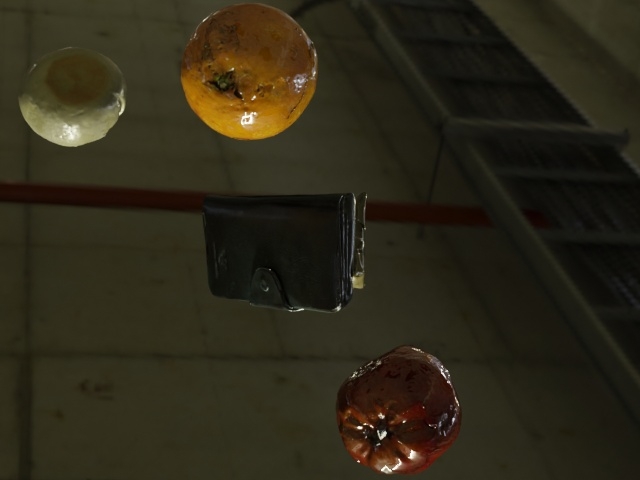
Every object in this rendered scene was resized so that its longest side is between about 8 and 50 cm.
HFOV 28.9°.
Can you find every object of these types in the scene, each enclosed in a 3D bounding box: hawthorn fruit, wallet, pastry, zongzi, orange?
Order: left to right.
[{"bbox_3d":[-0.363,-0.215,1.824,0.156,0.092,0.156,7,-123,-12],"label":"pastry"},{"bbox_3d":[-0.124,-0.301,2.211,0.246,0.246,0.246,8,-152,-4],"label":"orange"},{"bbox_3d":[-0.068,0.015,1.821,0.045,0.172,0.318,-3,-176,-42],"label":"wallet"},{"bbox_3d":[0.000,0.000,2.135,0.160,0.078,0.176,-3,-114,8],"label":"zongzi"},{"bbox_3d":[0.104,0.227,1.652,0.173,0.173,0.179,7,-177,-5],"label":"hawthorn fruit"}]
